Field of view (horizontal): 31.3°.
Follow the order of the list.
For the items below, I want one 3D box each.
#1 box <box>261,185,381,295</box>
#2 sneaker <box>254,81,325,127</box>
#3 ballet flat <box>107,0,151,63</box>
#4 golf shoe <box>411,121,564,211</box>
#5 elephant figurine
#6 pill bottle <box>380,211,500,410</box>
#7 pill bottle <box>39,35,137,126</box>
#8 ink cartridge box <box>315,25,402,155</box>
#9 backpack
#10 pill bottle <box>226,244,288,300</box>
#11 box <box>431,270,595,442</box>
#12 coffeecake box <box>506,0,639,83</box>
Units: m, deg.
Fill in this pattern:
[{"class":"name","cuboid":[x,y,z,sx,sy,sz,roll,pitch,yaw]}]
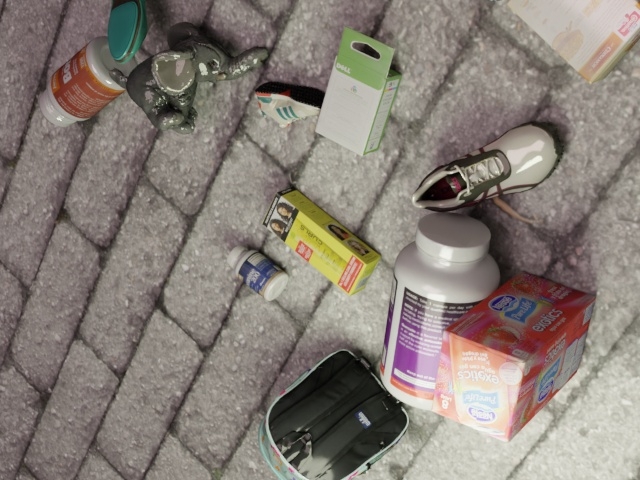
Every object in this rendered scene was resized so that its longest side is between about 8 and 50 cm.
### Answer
[{"class":"box","cuboid":[0.000,0.000,2.176,0.232,0.058,0.087,39,124,18]},{"class":"sneaker","cuboid":[-0.049,-0.245,2.136,0.161,0.057,0.075,16,132,29]},{"class":"ballet flat","cuboid":[-0.367,-0.455,2.234,0.083,0.087,0.247,-14,74,30]},{"class":"golf shoe","cuboid":[0.277,-0.108,1.900,0.273,0.120,0.105,-27,88,38]},{"class":"elephant figurine","cuboid":[-0.252,-0.336,2.188,0.239,0.186,0.169,-51,54,33]},{"class":"pill bottle","cuboid":[0.208,0.121,1.975,0.181,0.181,0.323,24,124,28]},{"class":"pill bottle","cuboid":[-0.488,-0.323,2.376,0.216,0.121,0.121,-29,88,38]},{"class":"ink cartridge box","cuboid":[0.074,-0.267,2.025,0.109,0.062,0.209,30,121,24]},{"class":"backpack","cuboid":[0.009,0.361,2.177,0.225,0.253,0.191,48,147,11]},{"class":"pill bottle","cuboid":[-0.128,0.061,2.285,0.120,0.067,0.067,36,124,20]},{"class":"box","cuboid":[0.316,0.181,1.855,0.142,0.300,0.154,20,118,28]},{"class":"coffeecake box","cuboid":[0.403,-0.357,1.749,0.185,0.068,0.142,47,125,13]}]
